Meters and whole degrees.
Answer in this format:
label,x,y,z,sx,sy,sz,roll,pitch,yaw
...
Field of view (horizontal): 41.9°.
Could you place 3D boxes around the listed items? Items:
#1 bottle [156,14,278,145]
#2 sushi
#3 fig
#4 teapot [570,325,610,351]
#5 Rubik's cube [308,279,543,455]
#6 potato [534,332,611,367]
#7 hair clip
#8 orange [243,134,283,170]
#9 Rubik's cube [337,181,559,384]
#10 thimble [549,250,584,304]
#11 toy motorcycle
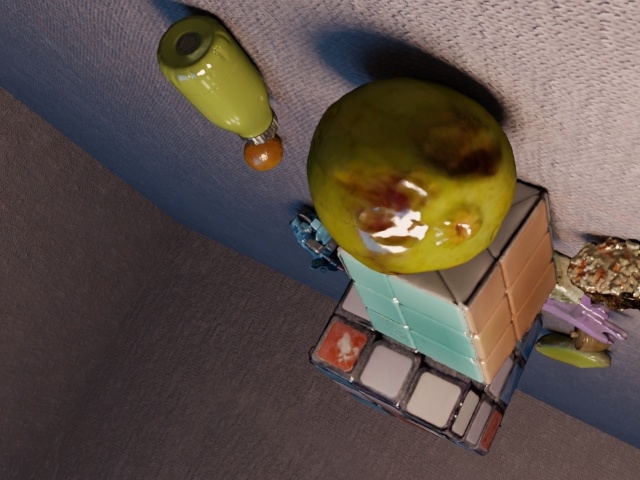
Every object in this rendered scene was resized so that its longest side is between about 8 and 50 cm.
label,x,y,z,sx,sy,sz,roll,pitch,yaw
bottle,-0.143,-0.231,1.279,0.112,0.112,0.260,24,170,27
sushi,0.428,0.050,1.182,0.078,0.091,0.150,30,170,-34
fig,0.099,-0.089,1.015,0.239,0.239,0.271,38,-165,-47
teapot,0.540,0.173,1.686,0.080,0.085,0.110,7,-159,-2
Rubik's cube,0.241,0.221,1.820,0.358,0.362,0.363,20,169,27
potato,0.591,0.254,1.943,0.119,0.054,0.198,32,166,-20
hair clip,0.430,0.102,1.517,0.278,0.090,0.137,22,159,-4
orange,-0.109,-0.172,1.615,0.085,0.085,0.085,28,171,5
Rubik's cube,0.198,0.038,1.247,0.231,0.221,0.225,25,156,33
thimble,0.400,0.061,1.411,0.110,0.062,0.084,24,170,27
toy motorcycle,0.000,0.000,2.127,0.182,0.124,0.272,40,171,-3
